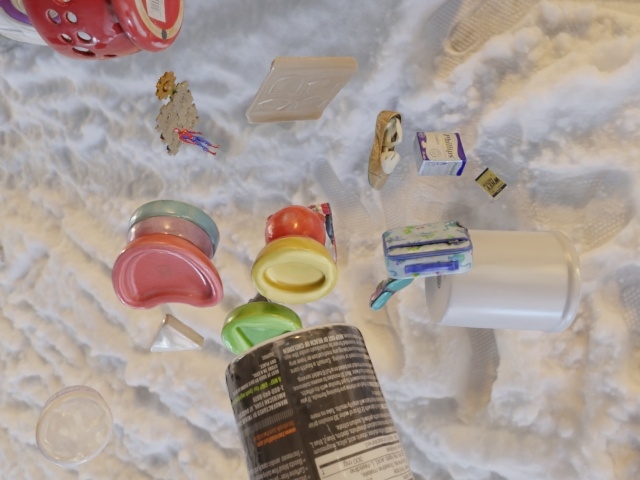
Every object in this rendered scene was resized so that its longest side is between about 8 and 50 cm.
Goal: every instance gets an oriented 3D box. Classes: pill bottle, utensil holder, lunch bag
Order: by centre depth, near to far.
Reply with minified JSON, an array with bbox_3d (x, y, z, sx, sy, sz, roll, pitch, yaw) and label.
[{"bbox_3d":[0.011,0.203,0.417,0.130,0.130,0.245,-37,60,36],"label":"pill bottle"},{"bbox_3d":[0.267,0.024,1.283,0.219,0.176,0.090,-6,115,9],"label":"lunch bag"},{"bbox_3d":[-0.635,0.464,1.321,0.301,0.169,0.169,-21,85,61],"label":"pill bottle"},{"bbox_3d":[0.556,0.124,1.627,0.386,0.327,0.327,2,102,-2],"label":"utensil holder"}]

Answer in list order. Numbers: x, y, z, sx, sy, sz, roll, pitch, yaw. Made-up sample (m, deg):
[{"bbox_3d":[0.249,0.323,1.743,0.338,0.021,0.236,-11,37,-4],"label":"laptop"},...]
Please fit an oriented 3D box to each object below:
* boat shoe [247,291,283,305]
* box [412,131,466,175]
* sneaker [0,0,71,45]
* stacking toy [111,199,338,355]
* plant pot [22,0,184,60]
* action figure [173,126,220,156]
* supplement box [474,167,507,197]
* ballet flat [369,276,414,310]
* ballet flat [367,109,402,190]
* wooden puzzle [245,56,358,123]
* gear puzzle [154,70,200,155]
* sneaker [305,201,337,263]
[{"bbox_3d":[-0.121,0.155,1.097,0.080,0.076,0.228,56,167,9],"label":"boat shoe"},{"bbox_3d":[0.363,-0.266,1.572,0.072,0.137,0.126,97,172,-55],"label":"box"},{"bbox_3d":[-0.610,-0.420,0.911,0.152,0.305,0.114,-8,67,66],"label":"sneaker"},{"bbox_3d":[-0.142,0.054,0.793,0.279,0.309,0.130,102,170,-45],"label":"stacking toy"},{"bbox_3d":[-0.314,-0.372,0.776,0.174,0.191,0.191,6,102,15],"label":"plant pot"},{"bbox_3d":[-0.304,-0.247,1.252,0.030,0.115,0.038,-36,33,65],"label":"action figure"},{"bbox_3d":[0.542,-0.178,1.622,0.056,0.083,0.083,-47,73,14],"label":"supplement box"},{"bbox_3d":[0.246,0.161,1.833,0.221,0.077,0.079,-49,34,31],"label":"ballet flat"},{"bbox_3d":[0.161,-0.223,1.237,0.067,0.073,0.206,-2,77,42],"label":"ballet flat"},{"bbox_3d":[-0.080,-0.542,1.808,0.348,0.322,0.080,-41,63,60],"label":"wooden puzzle"},{"bbox_3d":[-0.451,-0.390,1.544,0.044,0.339,0.175,29,74,5],"label":"gear puzzle"},{"bbox_3d":[0.000,0.000,1.888,0.112,0.121,0.299,-8,116,3],"label":"sneaker"}]
